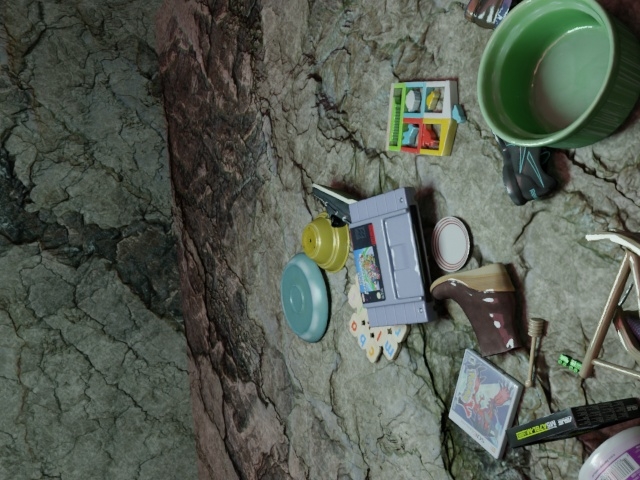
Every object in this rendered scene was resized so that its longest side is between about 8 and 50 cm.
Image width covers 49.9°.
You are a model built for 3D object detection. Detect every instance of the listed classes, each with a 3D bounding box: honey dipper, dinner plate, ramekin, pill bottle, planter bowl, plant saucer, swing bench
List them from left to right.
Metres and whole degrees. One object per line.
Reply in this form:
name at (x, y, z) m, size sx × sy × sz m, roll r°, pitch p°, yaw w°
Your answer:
plant saucer at (-0.068, 0.202, 2.388) m, size 0.318 × 0.044 × 0.317 m, roll 22°, pitch 115°, yaw 59°
planter bowl at (0.000, 0.000, 2.246) m, size 0.217 × 0.090 × 0.217 m, roll 2°, pitch 92°, yaw 59°
dinner plate at (0.335, 0.009, 1.758) m, size 0.141 × 0.017 × 0.141 m, roll 6°, pitch 97°, yaw 60°
honey dipper at (0.471, 0.251, 1.529) m, size 0.030 × 0.031 × 0.160 m, roll 24°, pitch 113°, yaw 57°
ramekin at (0.474, -0.324, 1.353) m, size 0.303 × 0.148 × 0.303 m, roll -10°, pitch 78°, yaw 52°
swing bench at (0.576, 0.108, 1.130) m, size 0.165 × 0.253 × 0.254 m, roll 12°, pitch 102°, yaw 58°
pill bottle at (0.607, 0.484, 1.177) m, size 0.301 × 0.169 × 0.169 m, roll 54°, pitch 135°, yaw 44°

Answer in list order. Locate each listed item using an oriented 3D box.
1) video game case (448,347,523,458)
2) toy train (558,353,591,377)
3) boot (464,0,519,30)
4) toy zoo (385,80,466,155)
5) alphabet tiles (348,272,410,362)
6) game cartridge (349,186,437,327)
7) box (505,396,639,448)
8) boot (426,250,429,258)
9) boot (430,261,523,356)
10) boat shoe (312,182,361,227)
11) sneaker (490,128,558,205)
video game case at (0.395, 0.392, 1.666) m, size 0.183 × 0.023 × 0.201 m, roll 36°, pitch 121°, yaw 53°
toy train at (0.533, 0.262, 1.437) m, size 0.083 × 0.017 × 0.023 m, roll 29°, pitch 105°, yaw 55°
boot at (0.425, -0.577, 1.554) m, size 0.106 × 0.082 × 0.219 m, roll 42°, pitch 125°, yaw 23°
toy zoo at (0.277, -0.325, 1.828) m, size 0.293 × 0.030 × 0.192 m, roll 20°, pitch 108°, yaw 58°
alphabet tiles at (0.168, 0.212, 2.040) m, size 0.284 × 0.021 × 0.277 m, roll 54°, pitch 134°, yaw 43°
game cartridge at (0.186, 0.052, 1.849) m, size 0.230 × 0.068 × 0.354 m, roll -15°, pitch 83°, yaw 45°
box at (0.492, 0.357, 1.342) m, size 0.184 × 0.191 × 0.045 m, roll -41°, pitch 54°, yaw 51°
boot at (0.219, 0.048, 1.905) m, size 0.197 × 0.073 × 0.152 m, roll 44°, pitch 130°, yaw 34°
boot at (0.365, 0.176, 1.642) m, size 0.248 × 0.090 × 0.206 m, roll -25°, pitch 68°, yaw 53°
boat shoe at (0.071, -0.086, 2.090) m, size 0.340 × 0.127 × 0.113 m, roll 28°, pitch 103°, yaw 45°
sneaker at (0.447, -0.209, 1.515) m, size 0.106 × 0.101 × 0.267 m, roll -21°, pitch 68°, yaw 31°
